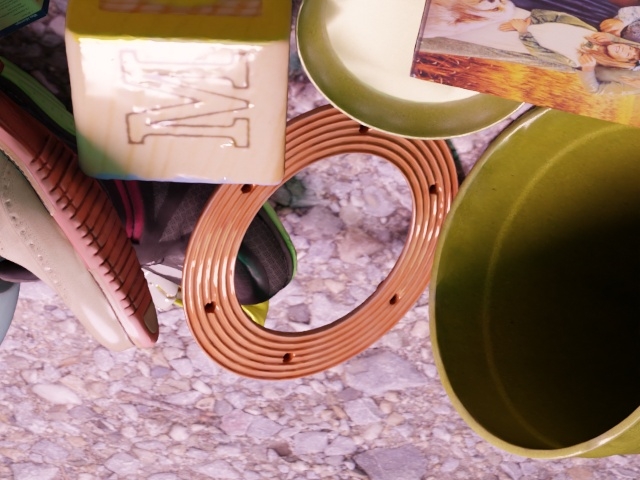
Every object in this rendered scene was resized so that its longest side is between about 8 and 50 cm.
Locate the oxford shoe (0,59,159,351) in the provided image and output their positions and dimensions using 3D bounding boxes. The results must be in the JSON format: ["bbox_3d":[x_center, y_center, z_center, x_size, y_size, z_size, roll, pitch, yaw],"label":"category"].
[{"bbox_3d":[-0.298,-0.043,1.546,0.146,0.140,0.397,-36,98,8],"label":"oxford shoe"}]

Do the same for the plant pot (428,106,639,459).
[{"bbox_3d":[0.364,0.070,1.759,0.353,0.366,0.366,17,142,-38],"label":"plant pot"}]

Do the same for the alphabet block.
[{"bbox_3d":[-0.122,-0.184,1.528,0.193,0.192,0.197,1,144,-3],"label":"alphabet block"}]

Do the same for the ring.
[{"bbox_3d":[0.000,0.000,1.769,0.337,0.032,0.336,-19,130,-24],"label":"ring"}]

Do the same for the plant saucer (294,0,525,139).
[{"bbox_3d":[0.097,-0.197,1.603,0.241,0.037,0.241,6,136,6],"label":"plant saucer"}]

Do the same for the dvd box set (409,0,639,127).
[{"bbox_3d":[0.299,-0.197,1.377,0.420,0.062,0.307,13,149,0],"label":"dvd box set"}]

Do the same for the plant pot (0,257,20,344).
[{"bbox_3d":[-0.457,0.054,1.792,0.293,0.293,0.235,31,119,-34],"label":"plant pot"}]

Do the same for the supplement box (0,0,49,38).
[{"bbox_3d":[-0.307,-0.237,1.568,0.083,0.056,0.083,-20,138,28],"label":"supplement box"}]

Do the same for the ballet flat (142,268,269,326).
[{"bbox_3d":[-0.155,0.053,1.936,0.231,0.077,0.077,26,138,-29],"label":"ballet flat"}]

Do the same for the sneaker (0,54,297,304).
[{"bbox_3d":[-0.244,-0.022,1.733,0.483,0.202,0.185,23,140,-26],"label":"sneaker"}]
